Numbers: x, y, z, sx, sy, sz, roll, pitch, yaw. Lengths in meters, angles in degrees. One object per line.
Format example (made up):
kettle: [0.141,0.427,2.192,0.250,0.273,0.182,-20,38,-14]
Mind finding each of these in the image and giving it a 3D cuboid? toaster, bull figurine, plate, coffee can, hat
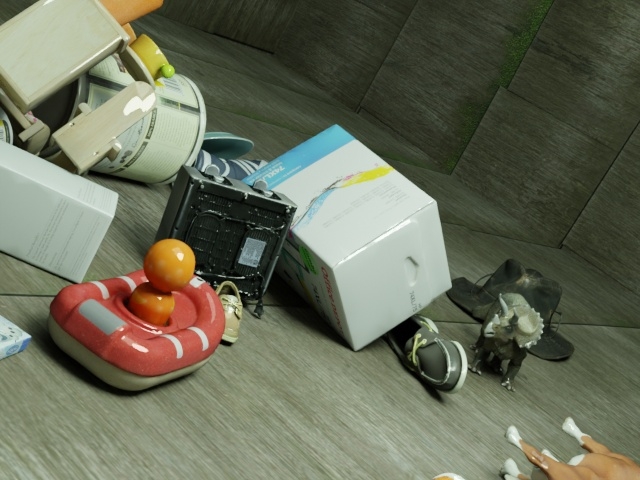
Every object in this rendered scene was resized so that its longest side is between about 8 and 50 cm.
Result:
toaster: [-0.142,-0.006,1.540,0.168,0.186,0.110,15,16,-20]
bull figurine: [0.373,0.334,1.473,0.188,0.101,0.310,34,12,35]
plate: [-0.219,-0.173,1.995,0.188,0.188,0.024,6,71,-57]
coffee can: [-0.355,-0.210,1.754,0.201,0.201,0.275,39,17,36]
hat: [0.433,0.120,2.269,0.331,0.134,0.331,28,14,-8]

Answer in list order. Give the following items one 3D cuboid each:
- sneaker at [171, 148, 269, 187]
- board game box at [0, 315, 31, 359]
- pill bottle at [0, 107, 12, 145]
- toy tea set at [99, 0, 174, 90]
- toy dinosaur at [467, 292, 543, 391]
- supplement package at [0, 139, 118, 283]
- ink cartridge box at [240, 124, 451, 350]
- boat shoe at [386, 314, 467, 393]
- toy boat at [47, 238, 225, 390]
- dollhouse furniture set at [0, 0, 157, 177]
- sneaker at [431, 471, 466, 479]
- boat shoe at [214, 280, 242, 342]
sneaker: [-0.185,-0.121,1.984,0.153,0.099,0.282,29,17,-8]
board game box: [-0.354,0.090,1.077,0.090,0.020,0.090,32,14,10]
pill bottle: [-0.495,-0.128,1.365,0.119,0.119,0.208,30,14,5]
toy tea set: [-0.309,-0.371,1.591,0.336,0.124,0.200,40,-17,40]
toy dinosaur: [0.331,0.158,1.879,0.121,0.160,0.313,30,15,3]
supplement package: [-0.361,-0.040,1.344,0.179,0.105,0.105,26,15,-15]
ink cartridge box: [0.041,-0.008,1.676,0.270,0.197,0.198,42,-23,43]
boat shoe: [0.161,0.174,1.673,0.068,0.081,0.228,21,9,-19]
toy boat: [-0.189,0.067,1.208,0.151,0.151,0.231,33,15,16]
dollhouse furniture set: [-0.395,-0.214,1.550,0.303,0.174,0.355,50,-23,-3]
sneaker: [0.197,0.338,1.231,0.175,0.064,0.067,25,34,5]
boat shoe: [-0.130,0.094,1.445,0.050,0.045,0.135,24,15,-19]
